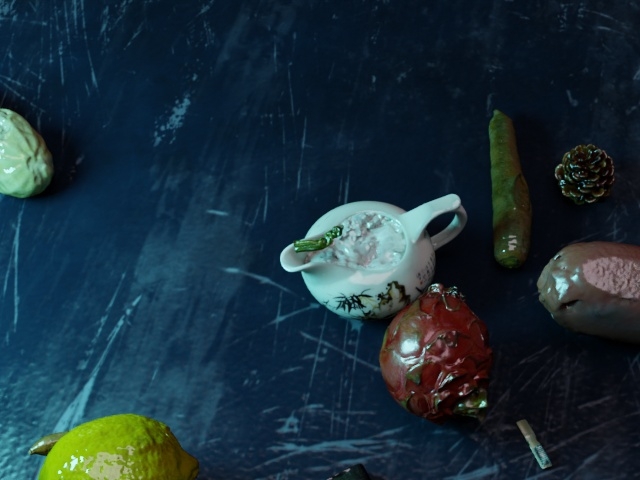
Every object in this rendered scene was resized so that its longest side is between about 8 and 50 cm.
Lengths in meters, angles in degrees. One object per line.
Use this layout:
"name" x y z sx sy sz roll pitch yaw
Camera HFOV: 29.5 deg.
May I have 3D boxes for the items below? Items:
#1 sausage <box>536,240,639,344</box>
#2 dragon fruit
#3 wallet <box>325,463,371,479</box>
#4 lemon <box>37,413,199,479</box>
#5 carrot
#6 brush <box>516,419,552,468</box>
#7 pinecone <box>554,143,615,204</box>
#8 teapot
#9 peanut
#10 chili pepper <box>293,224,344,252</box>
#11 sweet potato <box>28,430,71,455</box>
"sausage" 0.471 0.083 1.846 0.279 0.152 0.152 10 54 5
"dragon fruit" 0.171 0.172 1.773 0.172 0.172 0.210 -5 54 -3
"wallet" 0.058 0.458 1.636 0.172 0.045 0.318 -22 54 -16
"lemon" -0.277 0.333 1.646 0.231 0.192 0.192 -16 54 -11
"carrot" 0.315 -0.099 2.037 0.070 0.070 0.342 1 52 2
"brush" 0.311 0.295 1.773 0.016 0.013 0.084 -20 54 -11
"pinecone" 0.438 -0.117 2.018 0.102 0.109 0.102 -7 54 10
"teapot" 0.090 0.014 1.906 0.299 0.166 0.208 -27 45 -6
"peanut" -0.570 -0.177 2.075 0.290 0.130 0.130 33 60 25
"chili pepper" 0.000 0.000 1.829 0.083 0.022 0.027 -21 53 -5
"sweet potato" -0.379 0.295 1.775 0.095 0.034 0.034 -10 53 -20
